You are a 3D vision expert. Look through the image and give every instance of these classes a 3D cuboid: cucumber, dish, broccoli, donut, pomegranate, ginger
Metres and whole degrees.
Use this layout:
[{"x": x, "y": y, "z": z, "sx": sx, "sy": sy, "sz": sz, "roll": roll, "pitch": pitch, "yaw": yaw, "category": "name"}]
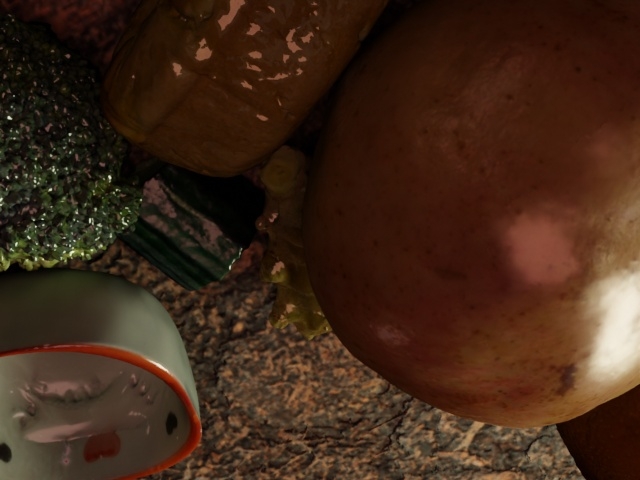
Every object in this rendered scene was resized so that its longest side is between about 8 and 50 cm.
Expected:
[{"x": -0.120, "y": -0.021, "z": 0.719, "sx": 0.116, "sy": 0.062, "sz": 0.115, "roll": -42, "pitch": 116, "yaw": 13, "category": "cucumber"}, {"x": -0.223, "y": 0.108, "z": 0.708, "sx": 0.256, "sy": 0.117, "sz": 0.256, "roll": -5, "pitch": 142, "yaw": -4, "category": "dish"}, {"x": -0.249, "y": -0.074, "z": 0.618, "sx": 0.226, "sy": 0.176, "sz": 0.198, "roll": 34, "pitch": 67, "yaw": -48, "category": "broccoli"}, {"x": -0.045, "y": -0.162, "z": 0.584, "sx": 0.128, "sy": 0.208, "sz": 0.261, "roll": 33, "pitch": 111, "yaw": -20, "category": "donut"}, {"x": 0.157, "y": -0.026, "z": 0.599, "sx": 0.338, "sy": 0.338, "sz": 0.338, "roll": -3, "pitch": 115, "yaw": -6, "category": "pomegranate"}, {"x": -0.007, "y": 0.012, "z": 0.738, "sx": 0.115, "sy": 0.081, "sz": 0.205, "roll": -26, "pitch": 122, "yaw": 18, "category": "ginger"}]

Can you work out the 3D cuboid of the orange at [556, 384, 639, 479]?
[{"x": 0.346, "y": 0.141, "z": 0.755, "sx": 0.264, "sy": 0.264, "sz": 0.264, "roll": -3, "pitch": 115, "yaw": -6, "category": "orange"}]
